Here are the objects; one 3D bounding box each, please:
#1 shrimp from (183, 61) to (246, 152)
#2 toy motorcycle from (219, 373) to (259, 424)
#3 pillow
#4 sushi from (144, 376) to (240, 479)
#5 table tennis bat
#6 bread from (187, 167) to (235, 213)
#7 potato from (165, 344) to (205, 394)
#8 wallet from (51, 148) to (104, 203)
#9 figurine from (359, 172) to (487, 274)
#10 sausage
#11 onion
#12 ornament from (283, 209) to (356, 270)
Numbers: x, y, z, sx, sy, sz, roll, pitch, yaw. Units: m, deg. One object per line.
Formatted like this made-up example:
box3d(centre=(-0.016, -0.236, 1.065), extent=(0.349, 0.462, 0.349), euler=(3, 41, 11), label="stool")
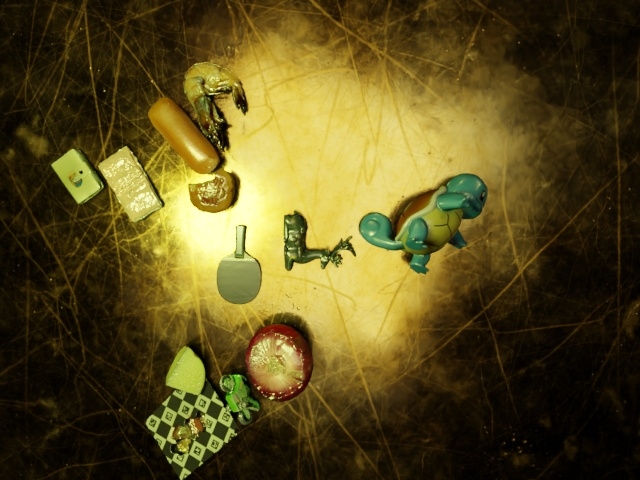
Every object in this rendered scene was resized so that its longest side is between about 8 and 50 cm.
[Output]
box3d(centre=(-0.321, -0.437, 1.359), extent=(0.178, 0.075, 0.289), euler=(-24, 82, 1), label="shrimp")
box3d(centre=(-0.276, 0.527, 1.443), extent=(0.074, 0.106, 0.190), euler=(-22, 101, 27), label="toy motorcycle")
box3d(centre=(-0.628, -0.184, 1.401), extent=(0.126, 0.043, 0.233), euler=(-30, 92, -1), label="pillow")
box3d(centre=(-0.439, 0.637, 1.483), extent=(0.290, 0.050, 0.264), euler=(-44, 73, 6), label="sushi")
box3d(centre=(-0.275, 0.084, 1.434), extent=(0.154, 0.021, 0.274), euler=(4, 98, 0), label="table tennis bat")
box3d(centre=(-0.343, -0.153, 1.374), extent=(0.156, 0.086, 0.125), euler=(-23, 101, 6), label="bread")
box3d(centre=(-0.443, 0.439, 1.459), extent=(0.120, 0.081, 0.149), euler=(29, 88, -20), label="potato")
box3d(centre=(-0.798, -0.213, 1.401), extent=(0.110, 0.039, 0.155), euler=(-33, 94, 8), label="wallet")
box3d(centre=(0.342, -0.042, 1.325), extent=(0.416, 0.243, 0.298), euler=(-23, 139, 6), label="figurine")
box3d(centre=(-0.431, -0.329, 1.351), extent=(0.105, 0.105, 0.274), euler=(-41, 94, 5), label="sausage")
box3d(centre=(-0.134, 0.399, 1.396), extent=(0.247, 0.161, 0.248), euler=(0, 86, 2), label="onion")
box3d(centre=(0.000, 0.000, 1.391), extent=(0.236, 0.080, 0.202), euler=(0, 99, 4), label="ornament")
